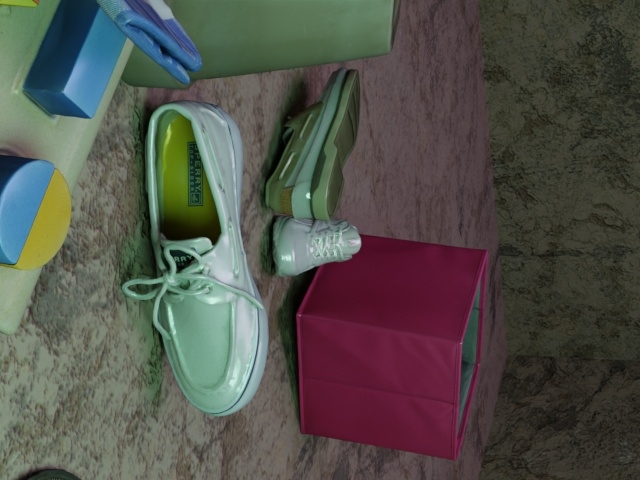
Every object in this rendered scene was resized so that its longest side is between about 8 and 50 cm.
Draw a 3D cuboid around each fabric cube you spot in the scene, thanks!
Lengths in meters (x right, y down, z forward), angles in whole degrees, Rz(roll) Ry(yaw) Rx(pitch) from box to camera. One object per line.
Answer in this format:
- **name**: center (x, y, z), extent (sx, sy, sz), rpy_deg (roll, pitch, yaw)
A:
- **fabric cube**: center (0.120, 0.166, 1.871), extent (0.254, 0.258, 0.259), rpy_deg (-65, 158, -53)

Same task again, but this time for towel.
- **towel**: center (-0.204, -0.270, 0.972), extent (0.285, 0.034, 0.209), rpy_deg (56, 5, 9)

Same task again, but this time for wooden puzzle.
- **wooden puzzle**: center (-0.261, -0.119, 0.921), extent (0.348, 0.080, 0.322), rpy_deg (52, 53, -61)

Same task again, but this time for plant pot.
- **plant pot**: center (-0.051, -0.306, 1.221), extent (0.323, 0.280, 0.323), rpy_deg (8, 90, -84)

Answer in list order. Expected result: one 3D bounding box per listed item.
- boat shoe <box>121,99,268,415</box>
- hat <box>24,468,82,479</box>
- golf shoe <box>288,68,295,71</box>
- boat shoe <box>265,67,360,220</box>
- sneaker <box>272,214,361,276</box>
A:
- **boat shoe**: center (-0.144, 0.020, 1.299), extent (0.156, 0.135, 0.367), rpy_deg (-1, 89, -72)
- **hat**: center (-0.220, 0.387, 1.089), extent (0.331, 0.134, 0.331), rpy_deg (1, 90, -73)
- **golf shoe**: center (-0.034, -0.327, 1.712), extent (0.198, 0.077, 0.094), rpy_deg (-63, 149, -55)
- **boat shoe**: center (-0.007, -0.158, 1.756), extent (0.113, 0.103, 0.302), rpy_deg (80, 20, -44)
- **sneaker**: center (0.000, 0.000, 1.766), extent (0.232, 0.115, 0.090), rpy_deg (-35, 124, -68)
